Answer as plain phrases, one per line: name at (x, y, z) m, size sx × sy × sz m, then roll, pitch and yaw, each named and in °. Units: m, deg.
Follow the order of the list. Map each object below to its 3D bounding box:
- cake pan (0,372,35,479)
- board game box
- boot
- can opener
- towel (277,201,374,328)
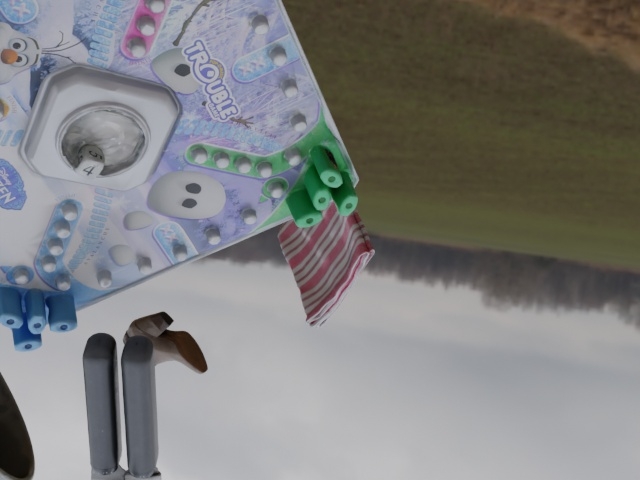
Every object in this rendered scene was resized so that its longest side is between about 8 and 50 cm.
cake pan at (-0.469, 0.199, 1.421) m, size 0.054 × 0.293 × 0.293 m, roll -30°, pitch -177°, yaw -4°
board game box at (-0.193, -0.088, 0.977) m, size 0.390 × 0.050 × 0.390 m, roll -23°, pitch 136°, yaw 3°
boot at (-0.222, 0.156, 1.545) m, size 0.087 × 0.118 × 0.042 m, roll -38°, pitch 177°, yaw 30°
can opener at (-0.198, 0.220, 1.103) m, size 0.074 × 0.280 × 0.093 m, roll 4°, pitch -151°, yaw -1°
towel at (0.000, 0.000, 1.425) m, size 0.029 × 0.144 × 0.197 m, roll 12°, pitch -144°, yaw -31°
